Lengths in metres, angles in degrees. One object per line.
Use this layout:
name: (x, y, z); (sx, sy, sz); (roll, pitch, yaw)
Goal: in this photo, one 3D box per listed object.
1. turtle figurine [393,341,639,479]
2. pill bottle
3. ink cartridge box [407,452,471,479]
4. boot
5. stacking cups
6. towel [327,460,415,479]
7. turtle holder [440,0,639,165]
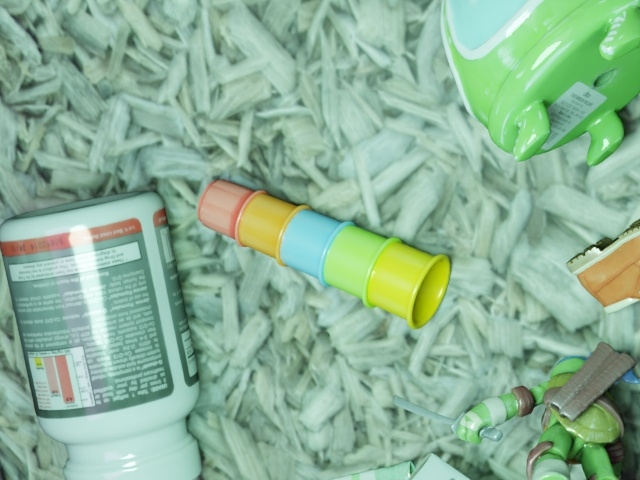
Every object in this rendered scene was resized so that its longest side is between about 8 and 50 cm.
turtle figurine: (0.244, 0.256, 1.839); (0.275, 0.266, 0.197); (-23, 113, 11)
pill bottle: (-0.266, 0.132, 2.103); (0.210, 0.210, 0.362); (-8, 96, 28)
ink cartridge box: (0.238, 0.402, 1.884); (0.371, 0.069, 0.175); (32, 140, 13)
boot: (0.354, 0.021, 1.849); (0.158, 0.059, 0.084); (-34, 87, 37)
stacking cups: (0.000, 0.000, 2.015); (0.316, 0.096, 0.096); (25, 111, 25)
towel: (0.010, 0.428, 2.119); (0.325, 0.038, 0.247); (-17, 91, 29)
turtle holder: (0.259, -0.245, 1.734); (0.227, 0.243, 0.320); (55, 140, 24)
